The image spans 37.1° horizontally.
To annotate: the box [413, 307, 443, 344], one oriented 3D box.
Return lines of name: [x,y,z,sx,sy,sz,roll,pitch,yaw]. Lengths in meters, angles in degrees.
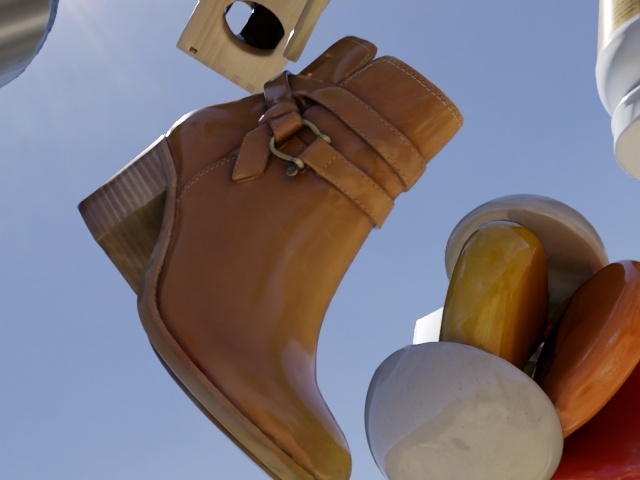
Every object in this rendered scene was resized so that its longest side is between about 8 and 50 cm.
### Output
box: [0.166,0.135,1.076,0.087,0.101,0.102,-31,21,25]

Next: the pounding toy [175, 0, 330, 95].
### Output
pounding toy: [-0.030,-0.208,0.705,0.206,0.094,0.181,-46,16,50]

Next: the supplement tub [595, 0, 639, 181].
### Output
supplement tub: [0.237,-0.140,0.557,0.144,0.199,0.144,7,-21,3]

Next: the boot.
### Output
boot: [0.000,0.000,0.558,0.220,0.283,0.109,-34,-47,-6]

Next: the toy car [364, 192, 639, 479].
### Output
toy car: [0.101,0.079,0.407,0.159,0.136,0.182,-55,-27,-46]

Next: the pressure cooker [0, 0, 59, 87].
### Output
pressure cooker: [-0.523,-0.278,1.000,0.370,0.375,0.420,-23,12,30]
